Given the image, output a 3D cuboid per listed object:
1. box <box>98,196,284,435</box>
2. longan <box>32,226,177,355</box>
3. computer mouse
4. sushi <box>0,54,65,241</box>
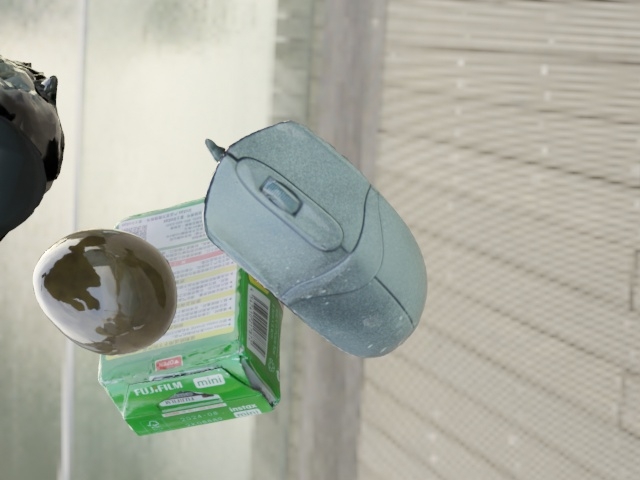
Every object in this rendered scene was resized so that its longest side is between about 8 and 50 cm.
[{"bbox_3d":[-0.130,0.071,1.646,0.103,0.180,0.250,63,-160,-45],"label":"box"},{"bbox_3d":[-0.160,0.036,1.160,0.092,0.113,0.113,-69,23,7],"label":"longan"},{"bbox_3d":[0.004,0.002,1.153,0.113,0.229,0.068,-53,26,-13],"label":"computer mouse"},{"bbox_3d":[-0.349,-0.035,0.973,0.285,0.329,0.328,-63,29,7],"label":"sushi"}]
